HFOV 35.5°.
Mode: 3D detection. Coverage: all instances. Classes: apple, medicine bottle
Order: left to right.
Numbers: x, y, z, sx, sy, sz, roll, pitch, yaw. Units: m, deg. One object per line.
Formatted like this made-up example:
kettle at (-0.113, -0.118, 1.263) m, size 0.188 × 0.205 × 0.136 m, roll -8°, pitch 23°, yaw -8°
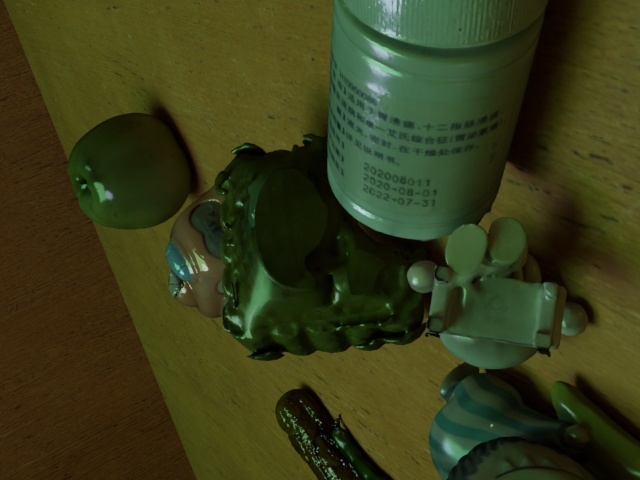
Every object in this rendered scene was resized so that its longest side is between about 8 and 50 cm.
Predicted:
apple at (-0.408, -0.149, 2.144) m, size 0.262 × 0.262 × 0.262 m, roll 49°, pitch 155°, yaw 33°
medicine bottle at (0.104, -0.171, 0.950) m, size 0.190 × 0.190 × 0.332 m, roll 51°, pitch 156°, yaw 30°

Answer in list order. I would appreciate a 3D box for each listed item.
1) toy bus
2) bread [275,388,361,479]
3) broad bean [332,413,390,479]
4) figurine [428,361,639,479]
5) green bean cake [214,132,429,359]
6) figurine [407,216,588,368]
toy bus at (-0.164, 0.019, 1.766) m, size 0.194 × 0.232 × 0.287 m, roll 58°, pitch 160°, yaw 22°
bread at (0.016, 0.447, 2.040) m, size 0.344 × 0.084 × 0.124 m, roll 52°, pitch 157°, yaw 26°
broad bean at (0.084, 0.433, 1.927) m, size 0.227 × 0.039 × 0.069 m, roll 47°, pitch 148°, yaw 38°
figurine at (0.166, 0.339, 1.150) m, size 0.361 × 0.378 × 0.266 m, roll 27°, pitch 139°, yaw 56°
green bean cake at (0.000, 0.000, 1.364) m, size 0.202 × 0.285 × 0.310 m, roll 52°, pitch -150°, yaw -75°
figurine at (0.193, 0.077, 1.081) m, size 0.256 × 0.182 × 0.144 m, roll 45°, pitch -146°, yaw -71°
